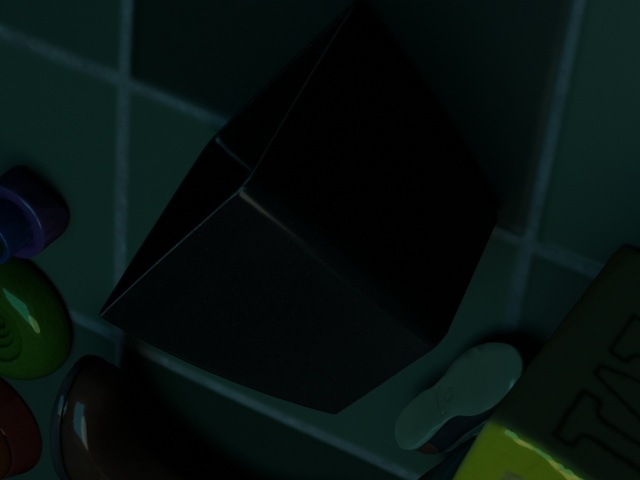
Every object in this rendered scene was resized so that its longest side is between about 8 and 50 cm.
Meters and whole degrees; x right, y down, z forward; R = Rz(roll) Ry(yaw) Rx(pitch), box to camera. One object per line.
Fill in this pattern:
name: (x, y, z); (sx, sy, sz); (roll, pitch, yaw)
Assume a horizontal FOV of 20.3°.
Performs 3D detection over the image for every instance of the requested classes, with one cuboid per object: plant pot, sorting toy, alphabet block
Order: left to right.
sorting toy: (-0.294, 0.104, 1.464); (0.127, 0.126, 0.366); (33, 135, 12)
plant pot: (0.000, 0.000, 1.152); (0.167, 0.187, 0.188); (40, 136, -12)
alphabet block: (0.193, 0.161, 1.107); (0.193, 0.197, 0.192); (33, 134, 12)

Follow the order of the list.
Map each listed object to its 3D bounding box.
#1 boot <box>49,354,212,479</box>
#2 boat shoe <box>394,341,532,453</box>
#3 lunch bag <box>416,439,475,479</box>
boot: (-0.063, 0.214, 1.400); (0.280, 0.096, 0.264); (8, 124, 30)
boat shoe: (0.106, 0.112, 1.244); (0.043, 0.049, 0.137); (14, 142, -31)
lunch bag: (0.144, 0.291, 1.216); (0.279, 0.224, 0.108); (45, 136, 1)
